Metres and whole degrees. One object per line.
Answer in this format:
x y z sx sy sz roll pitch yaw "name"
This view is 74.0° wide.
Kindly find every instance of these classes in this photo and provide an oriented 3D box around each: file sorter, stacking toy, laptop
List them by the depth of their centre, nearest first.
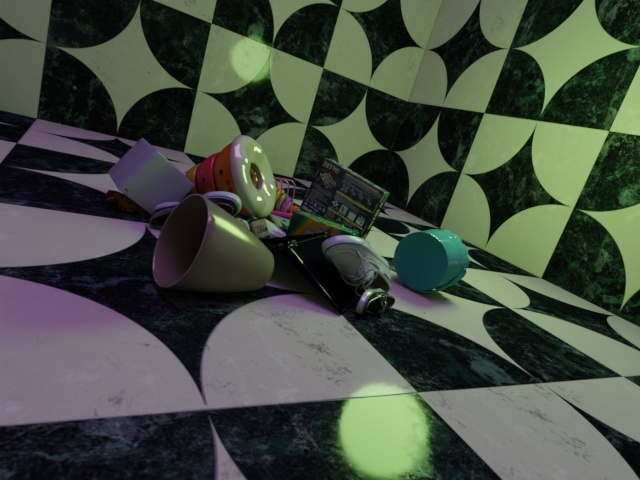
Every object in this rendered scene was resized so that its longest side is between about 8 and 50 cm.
-0.068 0.103 1.516 0.408 0.236 0.382 -6 3 22 "laptop"
-0.461 -0.222 1.812 0.480 0.350 0.350 -12 7 17 "stacking toy"
-0.277 -0.229 2.118 0.202 0.182 0.291 7 5 -33 "file sorter"
-0.218 -0.212 2.358 0.302 0.165 0.175 31 1 6 "stacking toy"

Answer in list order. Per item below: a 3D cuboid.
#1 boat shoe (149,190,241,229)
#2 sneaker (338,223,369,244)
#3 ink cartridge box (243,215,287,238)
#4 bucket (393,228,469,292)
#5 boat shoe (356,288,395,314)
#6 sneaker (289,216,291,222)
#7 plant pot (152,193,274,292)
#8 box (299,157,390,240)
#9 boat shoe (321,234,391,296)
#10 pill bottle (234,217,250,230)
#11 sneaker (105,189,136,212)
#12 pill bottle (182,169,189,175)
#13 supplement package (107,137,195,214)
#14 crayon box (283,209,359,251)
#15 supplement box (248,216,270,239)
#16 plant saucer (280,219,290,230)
-0.455 -0.089 1.552 0.336 0.121 0.119 -11 34 4 "boat shoe"
0.110 -0.008 1.973 0.296 0.123 0.109 12 15 -24 "sneaker"
-0.236 -0.043 1.895 0.232 0.066 0.189 35 9 -17 "ink cartridge box"
0.452 0.082 1.766 0.281 0.281 0.183 28 19 36 "bucket"
0.185 0.200 1.375 0.070 0.077 0.219 23 14 26 "boat shoe"
-0.025 -0.008 1.865 0.279 0.118 0.107 41 48 13 "sneaker"
-0.272 0.041 1.175 0.274 0.256 0.256 26 5 -42 "plant pot"
0.116 -0.203 2.213 0.395 0.318 0.097 34 20 24 "box"
0.138 0.111 1.449 0.367 0.136 0.156 35 35 -49 "boat shoe"
-0.326 -0.029 1.581 0.103 0.103 0.184 19 15 7 "pill bottle"
-0.756 -0.154 1.640 0.175 0.064 0.067 30 9 31 "sneaker"
-0.614 -0.264 2.045 0.146 0.146 0.264 15 14 -7 "pill bottle"
-0.667 -0.244 1.669 0.263 0.199 0.198 35 -9 50 "supplement package"
0.000 0.000 1.733 0.279 0.165 0.081 21 15 16 "crayon box"
-0.247 -0.041 1.681 0.056 0.083 0.083 -16 -1 -27 "supplement box"
-0.106 -0.047 2.022 0.195 0.037 0.195 20 10 -4 "plant saucer"
